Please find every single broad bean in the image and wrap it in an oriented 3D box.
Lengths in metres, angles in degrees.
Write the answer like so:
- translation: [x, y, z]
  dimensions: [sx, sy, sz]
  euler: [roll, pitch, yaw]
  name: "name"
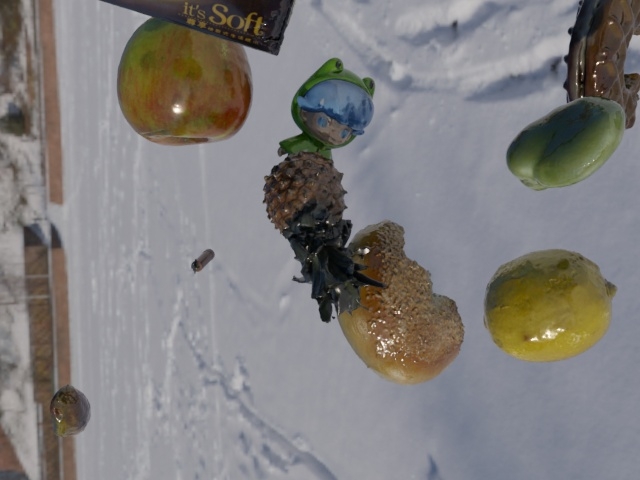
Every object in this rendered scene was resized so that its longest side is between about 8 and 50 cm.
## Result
- translation: [0.424, -0.167, 1.372]
  dimensions: [0.228, 0.100, 0.169]
  euler: [0, 61, 55]
  name: "broad bean"

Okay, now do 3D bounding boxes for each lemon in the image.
- translation: [0.498, 0.146, 1.761]
  dimensions: [0.284, 0.260, 0.261]
  euler: [5, 98, 36]
  name: "lemon"

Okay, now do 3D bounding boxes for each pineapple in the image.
- translation: [-0.003, 0.002, 1.345]
  dimensions: [0.364, 0.165, 0.165]
  euler: [-108, 25, -45]
  name: "pineapple"

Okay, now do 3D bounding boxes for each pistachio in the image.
- translation: [-0.466, 0.332, 1.502]
  dimensions: [0.173, 0.049, 0.090]
  euler: [85, -152, -63]
  name: "pistachio"

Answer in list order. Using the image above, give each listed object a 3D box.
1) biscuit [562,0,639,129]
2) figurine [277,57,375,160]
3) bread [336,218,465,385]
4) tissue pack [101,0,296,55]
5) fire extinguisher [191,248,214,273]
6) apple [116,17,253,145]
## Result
- translation: [0.606, -0.383, 1.684]
  dimensions: [0.115, 0.268, 0.366]
  euler: [16, 118, 37]
  name: "biscuit"
- translation: [0.003, -0.219, 1.551]
  dimensions: [0.263, 0.162, 0.143]
  euler: [-60, 23, 9]
  name: "figurine"
- translation: [0.129, 0.127, 1.454]
  dimensions: [0.171, 0.192, 0.314]
  euler: [-20, 93, 46]
  name: "bread"
- translation: [-0.176, -0.384, 0.898]
  dimensions: [0.210, 0.370, 0.198]
  euler: [116, 165, -49]
  name: "tissue pack"
- translation: [-0.215, 0.036, 1.433]
  dimensions: [0.083, 0.022, 0.028]
  euler: [-54, -30, -67]
  name: "fire extinguisher"
- translation: [-0.238, -0.288, 1.421]
  dimensions: [0.246, 0.246, 0.226]
  euler: [-179, 90, -71]
  name: "apple"
